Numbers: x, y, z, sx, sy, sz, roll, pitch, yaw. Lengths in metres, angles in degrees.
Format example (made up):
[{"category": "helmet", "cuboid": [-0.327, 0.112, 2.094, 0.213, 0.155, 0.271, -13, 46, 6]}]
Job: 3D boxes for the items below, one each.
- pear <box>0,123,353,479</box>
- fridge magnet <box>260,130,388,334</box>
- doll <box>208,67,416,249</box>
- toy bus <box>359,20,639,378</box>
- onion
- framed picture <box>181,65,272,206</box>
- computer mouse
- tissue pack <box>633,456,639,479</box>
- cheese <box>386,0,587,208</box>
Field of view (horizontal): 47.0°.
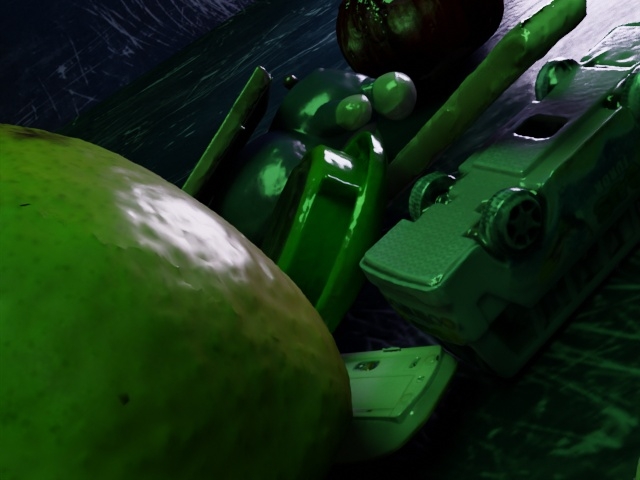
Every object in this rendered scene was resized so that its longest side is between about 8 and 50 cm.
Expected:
[{"category": "pear", "cuboid": [-0.165, 0.127, 0.446, 0.391, 0.391, 0.391, -25, 28, 15]}, {"category": "fridge magnet", "cuboid": [0.000, 0.000, 0.649, 0.208, 0.088, 0.208, -159, 90, -80]}, {"category": "doll", "cuboid": [-0.018, -0.078, 0.837, 0.259, 0.154, 0.228, -62, 5, -20]}, {"category": "toy bus", "cuboid": [0.188, -0.040, 0.576, 0.329, 0.136, 0.109, -41, 29, -16]}, {"category": "onion", "cuboid": [0.127, -0.326, 1.023, 0.252, 0.219, 0.252, -22, 21, 9]}, {"category": "framed picture", "cuboid": [-0.147, -0.042, 0.851, 0.315, 0.024, 0.232, -58, 5, -3]}, {"category": "computer mouse", "cuboid": [0.021, 0.127, 0.578, 0.199, 0.045, 0.102, -16, 24, 44]}, {"category": "tissue pack", "cuboid": [0.287, 0.078, 0.299, 0.256, 0.123, 0.215, -9, 37, 52]}, {"category": "cheese", "cuboid": [0.092, -0.081, 0.663, 0.085, 0.034, 0.400, -41, -4, -27]}]
